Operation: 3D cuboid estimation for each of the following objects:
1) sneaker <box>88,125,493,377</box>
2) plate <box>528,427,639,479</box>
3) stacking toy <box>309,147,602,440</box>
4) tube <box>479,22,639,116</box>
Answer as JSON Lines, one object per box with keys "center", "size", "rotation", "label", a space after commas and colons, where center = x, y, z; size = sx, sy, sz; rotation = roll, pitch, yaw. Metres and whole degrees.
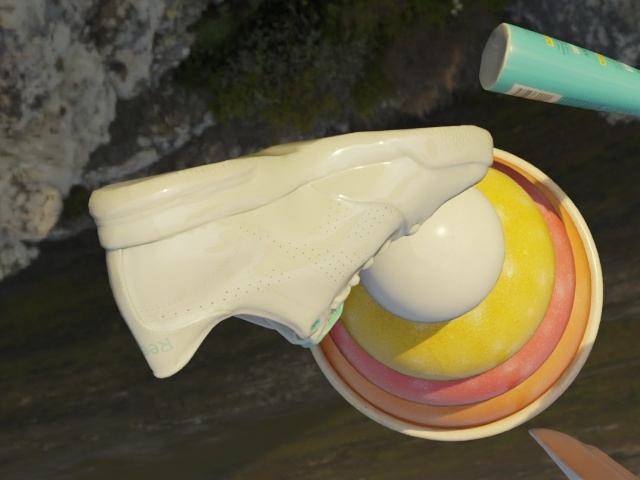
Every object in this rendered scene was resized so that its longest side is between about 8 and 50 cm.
{"center": [0.000, 0.000, 0.412], "size": [0.212, 0.094, 0.080], "rotation": [-17, -171, -35], "label": "sneaker"}
{"center": [0.352, 0.314, 0.899], "size": [0.045, 0.277, 0.278], "rotation": [-41, -174, -1], "label": "plate"}
{"center": [0.119, 0.021, 0.849], "size": [0.351, 0.350, 0.480], "rotation": [-15, 168, 6], "label": "stacking toy"}
{"center": [0.231, -0.122, 0.712], "size": [0.207, 0.080, 0.052], "rotation": [11, 115, -14], "label": "tube"}
